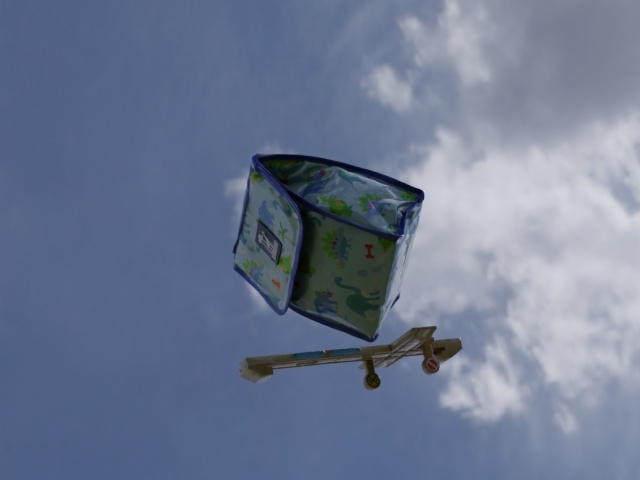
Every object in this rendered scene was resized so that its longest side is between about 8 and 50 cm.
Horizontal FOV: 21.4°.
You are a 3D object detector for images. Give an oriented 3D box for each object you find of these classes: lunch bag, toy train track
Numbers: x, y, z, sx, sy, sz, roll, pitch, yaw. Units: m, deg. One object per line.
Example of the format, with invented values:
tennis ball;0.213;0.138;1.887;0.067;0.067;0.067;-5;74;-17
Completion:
lunch bag;0.000;0.000;1.471;0.151;0.096;0.128;22;-50;11
toy train track;0.012;0.045;0.598;0.083;0.014;0.048;-3;-19;-24
